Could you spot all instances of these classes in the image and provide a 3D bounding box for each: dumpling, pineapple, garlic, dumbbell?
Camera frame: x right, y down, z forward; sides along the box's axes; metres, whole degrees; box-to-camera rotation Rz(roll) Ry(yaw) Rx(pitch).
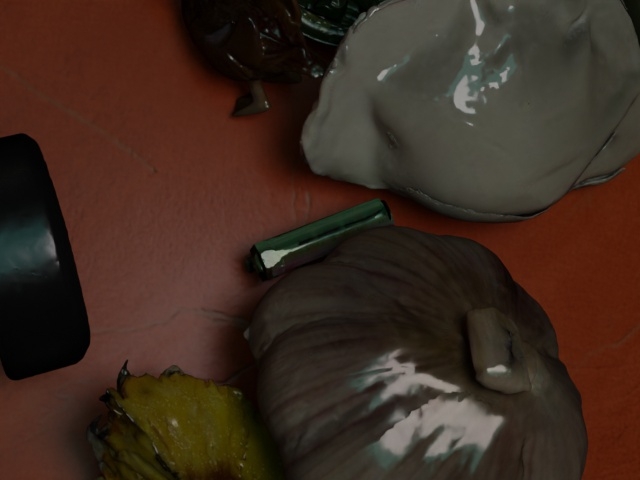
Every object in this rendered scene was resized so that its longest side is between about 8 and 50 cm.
[{"bbox_3d":[0.168,-0.140,1.072,0.341,0.260,0.181,15,36,-3],"label":"dumpling"},{"bbox_3d":[-0.087,0.243,1.030,0.334,0.158,0.161,47,36,-9],"label":"pineapple"},{"bbox_3d":[0.088,0.128,1.013,0.322,0.322,0.241,33,113,-8],"label":"garlic"},{"bbox_3d":[-0.366,0.042,0.930,0.322,0.204,0.204,-15,87,-16],"label":"dumbbell"}]

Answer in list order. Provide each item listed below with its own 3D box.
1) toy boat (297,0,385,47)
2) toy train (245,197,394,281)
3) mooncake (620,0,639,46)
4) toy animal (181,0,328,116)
[{"bbox_3d":[-0.021,-0.254,1.133,0.210,0.052,0.104,30,57,-9],"label":"toy boat"},{"bbox_3d":[0.000,0.000,1.099,0.147,0.071,0.038,-21,88,-16],"label":"toy train"},{"bbox_3d":[0.433,-0.270,1.189,0.351,0.187,0.352,3,78,-13],"label":"mooncake"},{"bbox_3d":[-0.069,-0.201,1.054,0.089,0.188,0.179,-46,130,-19],"label":"toy animal"}]
